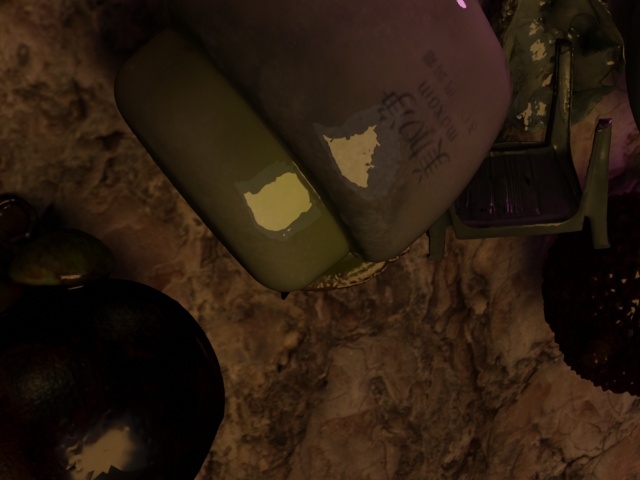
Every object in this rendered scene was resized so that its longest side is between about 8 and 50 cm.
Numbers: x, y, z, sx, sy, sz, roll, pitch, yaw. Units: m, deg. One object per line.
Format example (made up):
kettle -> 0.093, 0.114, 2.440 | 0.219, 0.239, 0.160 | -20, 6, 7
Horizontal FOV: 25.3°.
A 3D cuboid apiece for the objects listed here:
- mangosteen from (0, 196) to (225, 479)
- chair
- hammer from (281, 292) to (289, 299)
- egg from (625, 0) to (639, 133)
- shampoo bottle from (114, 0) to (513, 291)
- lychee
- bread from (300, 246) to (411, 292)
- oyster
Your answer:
mangosteen -> -0.264, 0.141, 1.456 | 0.306, 0.359, 0.306 | -28, 173, -4
chair -> 0.214, -0.076, 1.571 | 0.203, 0.190, 0.275 | -3, 135, 4
hammer -> 0.000, 0.000, 1.656 | 0.065, 0.021, 0.178 | 19, 119, -43
egg -> 0.460, -0.233, 1.580 | 0.230, 0.230, 0.371 | -15, 130, -22
shampoo bottle -> -0.001, -0.136, 1.298 | 0.317, 0.322, 0.322 | -40, 140, -7
lychee -> 0.411, 0.065, 1.811 | 0.304, 0.276, 0.276 | -39, 146, -35
bread -> 0.011, -0.050, 1.550 | 0.236, 0.070, 0.236 | -14, 124, -21
oyster -> 0.243, -0.224, 1.553 | 0.199, 0.087, 0.252 | -30, 123, 31
